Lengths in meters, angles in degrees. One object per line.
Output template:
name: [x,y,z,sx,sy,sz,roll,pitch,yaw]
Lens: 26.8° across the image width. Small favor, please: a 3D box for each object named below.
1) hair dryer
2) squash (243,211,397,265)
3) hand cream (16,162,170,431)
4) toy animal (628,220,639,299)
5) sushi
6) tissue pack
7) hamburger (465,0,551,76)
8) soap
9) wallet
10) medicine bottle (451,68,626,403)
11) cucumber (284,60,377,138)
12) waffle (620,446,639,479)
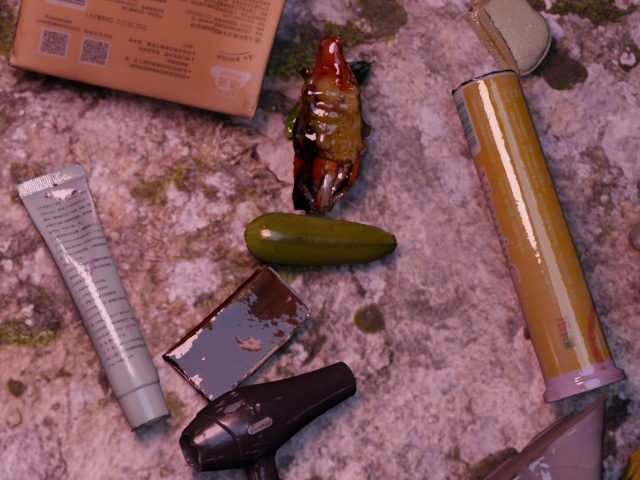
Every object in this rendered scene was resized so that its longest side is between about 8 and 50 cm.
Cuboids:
hair dryer: [-0.029,0.293,1.619,0.235,0.091,0.272,-21,95,-28]
squash: [0.000,0.000,1.688,0.201,0.066,0.066,2,76,-20]
hand cream: [-0.264,0.066,1.607,0.085,0.058,0.331,-22,83,-16]
toy animal: [0.558,-0.037,1.798,0.188,0.266,0.308,34,28,-18]
sushi: [0.016,-0.143,1.692,0.097,0.103,0.226,6,101,3]
tissue pack: [-0.207,-0.309,1.658,0.305,0.238,0.239,12,74,-11]
hamburger: [0.266,-0.287,1.832,0.084,0.054,0.121,-32,89,-23]
soap: [0.196,0.321,1.613,0.257,0.159,0.302,10,73,-9]
wallet: [-0.099,0.116,1.654,0.095,0.026,0.176,44,70,6]
medicine bottle: [0.277,-0.009,1.735,0.108,0.108,0.426,-14,80,-17]
cucumber: [0.011,-0.193,1.751,0.168,0.039,0.039,-41,89,-18]
waffle: [0.479,0.365,1.720,0.229,0.057,0.219,28,71,-7]
